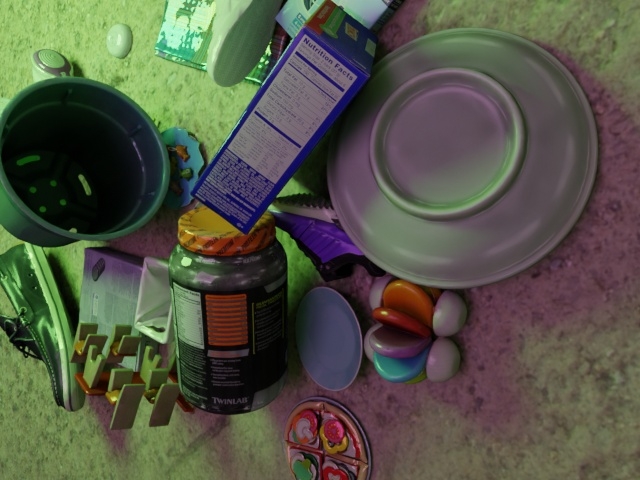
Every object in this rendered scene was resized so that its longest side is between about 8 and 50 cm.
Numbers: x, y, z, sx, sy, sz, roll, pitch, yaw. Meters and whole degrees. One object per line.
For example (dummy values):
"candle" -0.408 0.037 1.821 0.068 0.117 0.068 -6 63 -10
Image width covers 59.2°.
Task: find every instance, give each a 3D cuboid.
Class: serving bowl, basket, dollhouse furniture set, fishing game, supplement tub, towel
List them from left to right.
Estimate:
"serving bowl" -0.496 -0.489 1.375 0.083 0.027 0.083 2 94 35
"dollhouse furniture set" -0.365 0.290 1.159 0.262 0.259 0.135 27 102 46
"fishing game" -0.333 -0.163 1.266 0.264 0.041 0.189 46 118 24
"basket" -0.321 0.124 1.227 0.113 0.103 0.167 18 101 33
"towel" -0.196 -0.479 1.162 0.370 0.040 0.272 25 106 31
"supplement tub" -0.160 0.119 1.009 0.207 0.207 0.338 18 117 33

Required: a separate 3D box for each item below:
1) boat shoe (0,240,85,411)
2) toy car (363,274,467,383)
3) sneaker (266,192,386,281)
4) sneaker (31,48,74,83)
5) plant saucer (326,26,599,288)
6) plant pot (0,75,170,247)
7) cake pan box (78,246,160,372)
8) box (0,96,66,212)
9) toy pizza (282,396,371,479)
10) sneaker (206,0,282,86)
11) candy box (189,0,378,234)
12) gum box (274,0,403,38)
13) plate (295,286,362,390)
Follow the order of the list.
"boat shoe" -0.724 0.220 1.443 0.500 0.156 0.187 59 154 22
"toy car" 0.134 0.144 0.892 0.159 0.136 0.182 12 100 33
"sneaker" 0.000 0.000 1.002 0.293 0.102 0.146 12 107 34
"sneaker" -0.653 -0.347 1.460 0.305 0.114 0.152 56 139 19
"plant saucer" 0.185 -0.131 0.815 0.400 0.100 0.401 -2 83 20
"plant pot" -0.566 -0.136 1.252 0.334 0.341 0.341 -16 82 48
"cake pan box" -0.487 0.165 1.366 0.245 0.070 0.267 11 98 36
"box" -0.804 -0.219 1.486 0.231 0.126 0.262 21 125 34
"toy pizza" 0.003 0.396 1.055 0.201 0.032 0.201 1 92 35
"sneaker" -0.170 -0.448 1.071 0.169 0.108 0.293 31 98 29
"candy box" -0.050 -0.205 0.905 0.122 0.268 0.317 36 118 -11
"gum box" 0.031 -0.407 0.991 0.157 0.041 0.184 50 118 10
"plate" 0.018 0.176 1.023 0.188 0.024 0.188 6 98 50
